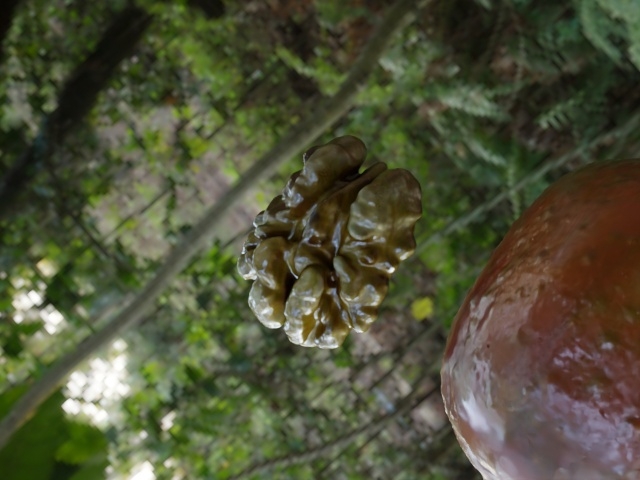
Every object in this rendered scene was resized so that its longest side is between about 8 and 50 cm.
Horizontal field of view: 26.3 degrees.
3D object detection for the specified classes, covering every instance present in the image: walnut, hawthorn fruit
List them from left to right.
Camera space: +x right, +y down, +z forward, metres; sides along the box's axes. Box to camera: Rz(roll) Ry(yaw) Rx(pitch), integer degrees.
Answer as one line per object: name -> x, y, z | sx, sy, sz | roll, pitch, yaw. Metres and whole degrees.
walnut -> 0.000, 0.000, 1.094 | 0.143, 0.170, 0.069 | 33, -172, 30
hawthorn fruit -> 0.208, 0.095, 0.919 | 0.275, 0.299, 0.275 | 45, 176, 4
